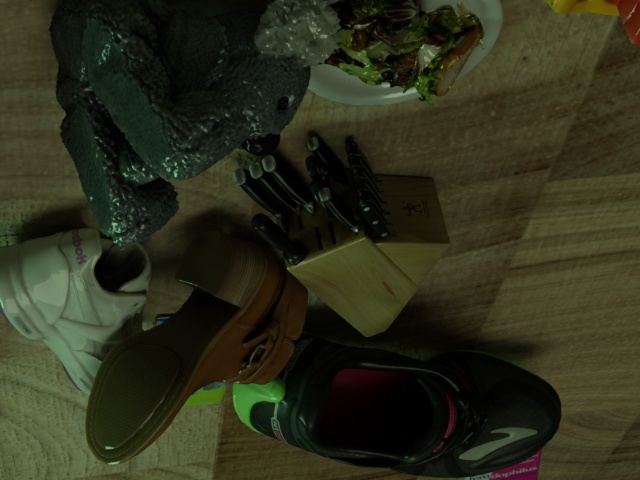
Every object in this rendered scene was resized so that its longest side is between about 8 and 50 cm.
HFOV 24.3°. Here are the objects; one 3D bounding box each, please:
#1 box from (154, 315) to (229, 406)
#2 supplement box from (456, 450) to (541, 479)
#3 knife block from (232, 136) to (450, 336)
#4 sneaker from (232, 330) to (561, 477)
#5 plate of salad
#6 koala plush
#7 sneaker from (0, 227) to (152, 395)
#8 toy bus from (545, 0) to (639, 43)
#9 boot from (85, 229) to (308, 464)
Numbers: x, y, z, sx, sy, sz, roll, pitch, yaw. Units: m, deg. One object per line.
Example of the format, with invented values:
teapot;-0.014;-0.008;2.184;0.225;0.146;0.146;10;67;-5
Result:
box;-0.159;0.149;1.820;0.109;0.042;0.178;-3;149;-17
supplement box;0.249;0.291;2.143;0.111;0.114;0.220;-11;148;-1
knife block;0.000;0.000;1.582;0.242;0.088;0.276;2;147;-22
sneaker;0.122;0.228;1.864;0.482;0.185;0.202;8;-172;-33
plate of salad;0.071;-0.176;1.350;0.199;0.048;0.200;-9;150;-5
koala plush;-0.097;-0.138;1.264;0.221;0.203;0.196;-19;167;-34
sneaker;-0.228;0.081;1.606;0.152;0.114;0.305;-22;150;9
toy bus;0.221;-0.237;1.143;0.220;0.211;0.149;0;149;-18
boot;-0.127;0.132;1.640;0.109;0.283;0.220;23;174;27
